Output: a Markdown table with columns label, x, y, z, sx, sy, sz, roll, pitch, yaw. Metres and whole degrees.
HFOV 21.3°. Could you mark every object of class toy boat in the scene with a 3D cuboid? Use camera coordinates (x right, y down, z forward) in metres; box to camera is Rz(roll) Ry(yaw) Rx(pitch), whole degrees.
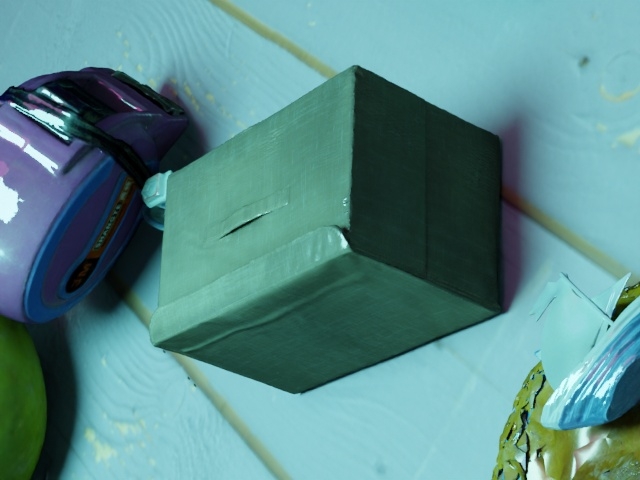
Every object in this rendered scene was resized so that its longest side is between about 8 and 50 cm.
| label | x | y | z | sx | sy | sz | roll | pitch | yaw |
| --- | --- | --- | --- | --- | --- | --- | --- | --- | --- |
| toy boat | 0.153 | 0.064 | 1.023 | 0.149 | 0.034 | 0.105 | 8 | 65 | 59 |
| toy boat | -0.120 | -0.042 | 1.530 | 0.140 | 0.066 | 0.059 | -23 | 58 | 47 |

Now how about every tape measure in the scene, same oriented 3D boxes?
| label | x | y | z | sx | sy | sz | roll | pitch | yaw |
| --- | --- | --- | --- | --- | --- | --- | --- | --- | --- |
| tape measure | -0.249 | -0.046 | 1.574 | 0.149 | 0.245 | 0.231 | 35 | 102 | 12 |

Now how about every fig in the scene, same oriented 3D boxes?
| label | x | y | z | sx | sy | sz | roll | pitch | yaw |
| --- | --- | --- | --- | --- | --- | --- | --- | --- | --- |
| fig | -0.381 | 0.139 | 1.637 | 0.258 | 0.258 | 0.326 | -50 | 19 | 24 |

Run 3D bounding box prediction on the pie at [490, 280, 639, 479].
| label | x | y | z | sx | sy | sz | roll | pitch | yaw |
| --- | --- | --- | --- | --- | --- | --- | --- | --- | --- |
| pie | 0.183 | 0.139 | 1.010 | 0.273 | 0.069 | 0.273 | -40 | 31 | 31 |

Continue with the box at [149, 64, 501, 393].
| label | x | y | z | sx | sy | sz | roll | pitch | yaw |
| --- | --- | --- | --- | --- | --- | --- | --- | --- | --- |
| box | 0.000 | 0.000 | 1.264 | 0.231 | 0.155 | 0.149 | -28 | 50 | 45 |
